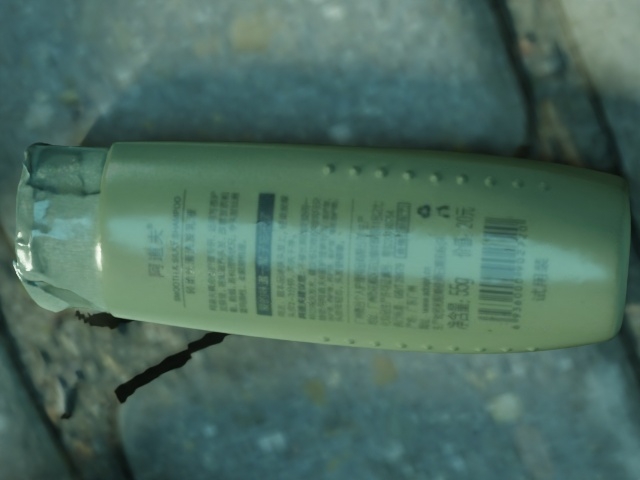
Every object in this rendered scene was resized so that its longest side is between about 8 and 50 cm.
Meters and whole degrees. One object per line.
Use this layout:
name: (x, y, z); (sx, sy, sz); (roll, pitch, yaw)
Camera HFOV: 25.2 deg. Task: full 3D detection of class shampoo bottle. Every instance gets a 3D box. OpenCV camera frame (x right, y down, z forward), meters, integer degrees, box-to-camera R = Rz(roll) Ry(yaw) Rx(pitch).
shampoo bottle: (0.000, 0.000, 0.503); (0.212, 0.049, 0.072); (6, 111, 7)
